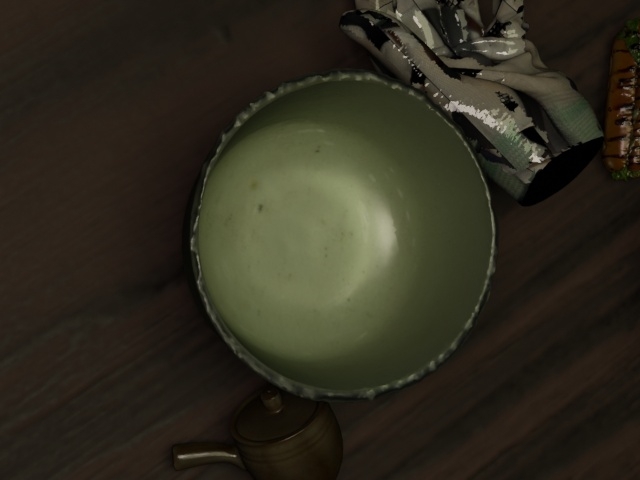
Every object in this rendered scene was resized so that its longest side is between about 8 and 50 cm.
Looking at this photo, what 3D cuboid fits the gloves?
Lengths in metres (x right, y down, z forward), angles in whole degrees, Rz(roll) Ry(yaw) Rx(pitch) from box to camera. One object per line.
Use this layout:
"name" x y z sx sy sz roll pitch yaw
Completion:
"gloves" 0.092 -0.123 1.231 0.127 0.111 0.212 -36 70 -17

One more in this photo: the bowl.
"bowl" 0.000 0.000 1.176 0.211 0.112 0.211 2 86 -21

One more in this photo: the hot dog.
"hot dog" 0.230 -0.103 1.317 0.049 0.037 0.122 6 86 -25

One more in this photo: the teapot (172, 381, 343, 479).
"teapot" -0.042 0.131 1.190 0.110 0.085 0.080 -19 119 6
